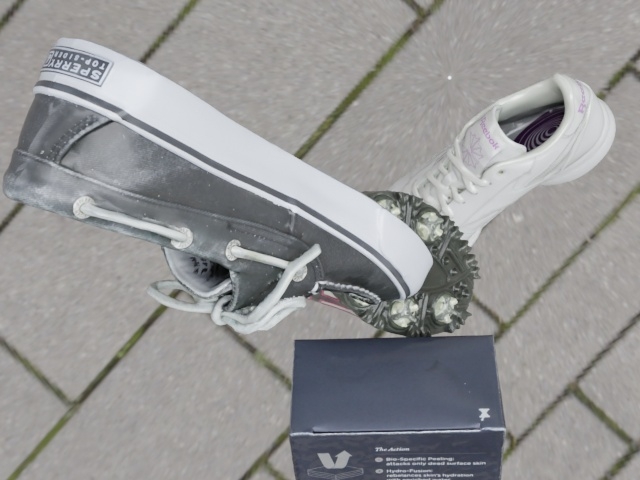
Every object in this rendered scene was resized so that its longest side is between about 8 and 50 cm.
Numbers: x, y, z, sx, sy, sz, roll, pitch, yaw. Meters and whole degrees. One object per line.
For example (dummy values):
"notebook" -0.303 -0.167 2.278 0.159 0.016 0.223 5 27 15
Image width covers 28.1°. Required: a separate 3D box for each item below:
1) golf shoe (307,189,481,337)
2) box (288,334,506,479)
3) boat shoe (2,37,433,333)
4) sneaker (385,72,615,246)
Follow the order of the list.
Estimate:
"golf shoe" 0.000 0.000 0.992 0.273 0.120 0.105 19 86 -28
"box" 0.059 0.157 0.990 0.156 0.093 0.158 -2 137 3
"boat shoe" -0.048 -0.003 0.735 0.113 0.306 0.105 17 82 38
"sneaker" 0.150 -0.074 1.315 0.305 0.152 0.114 -36 65 12
